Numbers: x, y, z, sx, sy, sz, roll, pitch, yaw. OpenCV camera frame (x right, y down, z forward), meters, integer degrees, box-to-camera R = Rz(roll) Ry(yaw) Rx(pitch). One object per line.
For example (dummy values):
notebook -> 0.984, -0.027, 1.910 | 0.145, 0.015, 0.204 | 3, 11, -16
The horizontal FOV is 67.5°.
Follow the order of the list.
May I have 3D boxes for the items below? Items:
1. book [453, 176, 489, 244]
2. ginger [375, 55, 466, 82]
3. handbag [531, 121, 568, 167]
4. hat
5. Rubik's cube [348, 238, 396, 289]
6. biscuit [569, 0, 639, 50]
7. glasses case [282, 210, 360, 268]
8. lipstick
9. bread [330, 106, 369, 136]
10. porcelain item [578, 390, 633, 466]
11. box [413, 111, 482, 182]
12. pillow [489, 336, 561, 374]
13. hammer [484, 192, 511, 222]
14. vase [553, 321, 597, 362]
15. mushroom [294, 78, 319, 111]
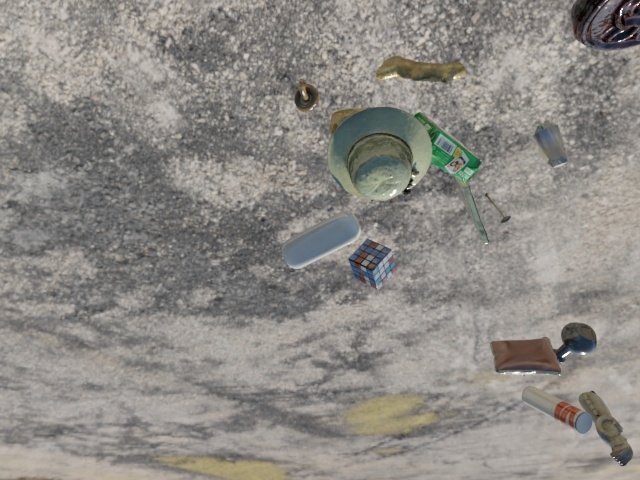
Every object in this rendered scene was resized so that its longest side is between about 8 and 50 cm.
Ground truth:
book -> 0.629, -0.162, 2.029 | 0.043, 0.371, 0.260 | -20, 107, 16
ginger -> 0.332, -0.567, 1.587 | 0.299, 0.118, 0.065 | 13, 147, 28
handbag -> 0.852, -0.355, 1.765 | 0.095, 0.173, 0.117 | -25, 178, 22
hat -> 0.138, -0.171, 1.127 | 0.257, 0.130, 0.257 | 2, 129, 3
Rubik's cube -> 0.150, 0.068, 1.370 | 0.092, 0.092, 0.092 | 26, 151, 39
biscuit -> 0.816, -0.590, 1.128 | 0.407, 0.091, 0.407 | -11, 167, -3
glasses case -> 0.000, 0.000, 1.302 | 0.233, 0.092, 0.059 | -29, 174, 21
lipstick -> 0.427, 0.305, 0.872 | 0.038, 0.038, 0.131 | 8, -178, -18
bread -> 0.134, -0.286, 1.423 | 0.235, 0.099, 0.210 | 8, 115, 31
porcelain item -> 0.683, 0.445, 1.140 | 0.084, 0.213, 0.054 | 45, 108, -2
box -> 0.401, -0.306, 1.589 | 0.250, 0.180, 0.103 | 26, 115, -31
pillow -> 0.608, 0.351, 1.433 | 0.179, 0.171, 0.075 | -5, 110, 16
hammer -> 0.474, -0.090, 1.292 | 0.029, 0.123, 0.014 | -38, 129, 18
vase -> 0.904, 0.375, 1.725 | 0.120, 0.120, 0.183 | 6, 137, -15
mushroom -> -0.046, -0.501, 1.623 | 0.088, 0.073, 0.129 | 22, 150, 17
